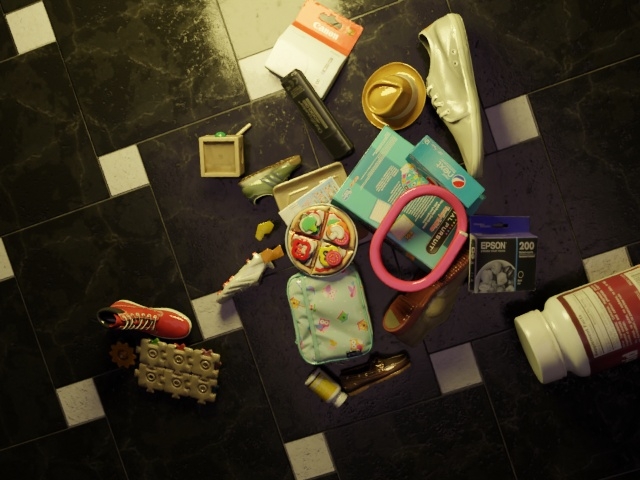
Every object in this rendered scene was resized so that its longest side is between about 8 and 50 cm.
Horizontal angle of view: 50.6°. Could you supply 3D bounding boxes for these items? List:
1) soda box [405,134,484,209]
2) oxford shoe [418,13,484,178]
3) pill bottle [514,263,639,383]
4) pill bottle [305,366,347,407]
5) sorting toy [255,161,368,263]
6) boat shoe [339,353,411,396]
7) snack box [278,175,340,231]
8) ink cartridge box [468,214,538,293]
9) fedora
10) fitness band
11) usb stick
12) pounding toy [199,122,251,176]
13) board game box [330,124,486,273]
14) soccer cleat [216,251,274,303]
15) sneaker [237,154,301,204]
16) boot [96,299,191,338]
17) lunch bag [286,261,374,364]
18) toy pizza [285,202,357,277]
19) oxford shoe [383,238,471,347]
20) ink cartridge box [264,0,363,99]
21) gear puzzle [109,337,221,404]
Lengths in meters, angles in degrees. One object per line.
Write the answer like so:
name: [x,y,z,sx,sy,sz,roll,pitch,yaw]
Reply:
soda box: [0.326,-0.175,1.782,0.210,0.067,0.071,44,81,2]
oxford shoe: [0.353,-0.378,1.808,0.130,0.169,0.449,-12,86,5]
pill bottle: [0.732,0.222,1.775,0.392,0.224,0.224,-22,91,6]
pill bottle: [0.018,0.422,1.928,0.116,0.065,0.065,40,96,2]
sorting toy: [-0.044,-0.063,1.903,0.307,0.041,0.229,-22,95,-4]
boat shoe: [0.152,0.366,1.909,0.207,0.073,0.073,-27,92,6]
snack box: [-0.026,-0.101,1.869,0.178,0.022,0.064,-35,97,-3]
ink cartridge box: [0.495,0.036,1.831,0.206,0.045,0.208,-1,93,-24]
fedora: [0.185,-0.389,1.829,0.194,0.079,0.194,6,102,31]
fitness band: [0.253,-0.004,1.745,0.209,0.054,0.291,32,99,1]
usb stick: [-0.008,-0.344,1.868,0.077,0.045,0.278,-28,104,35]
pounding toy: [-0.265,-0.256,1.911,0.130,0.100,0.141,0,104,6]
board game box: [0.236,-0.109,1.839,0.336,0.079,0.254,36,80,0]
soccer cleat: [-0.217,0.119,1.933,0.076,0.068,0.196,44,93,-2]
sneaker: [-0.131,-0.166,1.916,0.192,0.064,0.086,-24,106,1]
boot: [-0.497,0.234,1.908,0.244,0.176,0.088,13,93,3]
lunch bag: [0.026,0.209,1.894,0.224,0.108,0.279,-12,92,5]
toy pizza: [0.000,0.000,1.822,0.201,0.032,0.201,0,91,13]
oxford shoe: [0.327,0.146,1.881,0.348,0.123,0.130,-46,120,1]
ink cartridge box: [-0.019,-0.537,1.885,0.189,0.066,0.232,30,99,3]
gear puzzle: [-0.454,0.365,1.974,0.339,0.044,0.175,11,110,6]
